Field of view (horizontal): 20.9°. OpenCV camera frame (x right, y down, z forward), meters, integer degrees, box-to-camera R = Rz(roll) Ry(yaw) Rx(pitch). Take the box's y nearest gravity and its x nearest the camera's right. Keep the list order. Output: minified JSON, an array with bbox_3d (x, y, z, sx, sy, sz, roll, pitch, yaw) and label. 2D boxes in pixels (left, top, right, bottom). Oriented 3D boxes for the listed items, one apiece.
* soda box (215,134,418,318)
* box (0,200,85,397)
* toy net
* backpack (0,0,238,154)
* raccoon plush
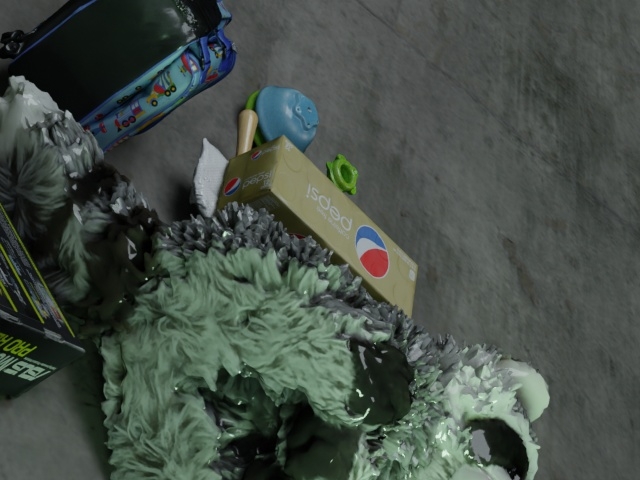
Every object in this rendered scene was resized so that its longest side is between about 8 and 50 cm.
[{"bbox_3d":[0.000,0.000,1.371,0.181,0.058,0.061,44,40,-33],"label":"soda box"},{"bbox_3d":[-0.258,-0.042,1.045,0.270,0.060,0.216,59,2,13],"label":"box"},{"bbox_3d":[-0.049,-0.050,1.427,0.122,0.045,0.232,63,33,-10],"label":"toy net"},{"bbox_3d":[-0.137,-0.151,1.324,0.117,0.158,0.173,56,19,-5],"label":"backpack"},{"bbox_3d":[-0.015,0.047,1.226,0.299,0.216,0.446,2,54,-60],"label":"raccoon plush"}]
